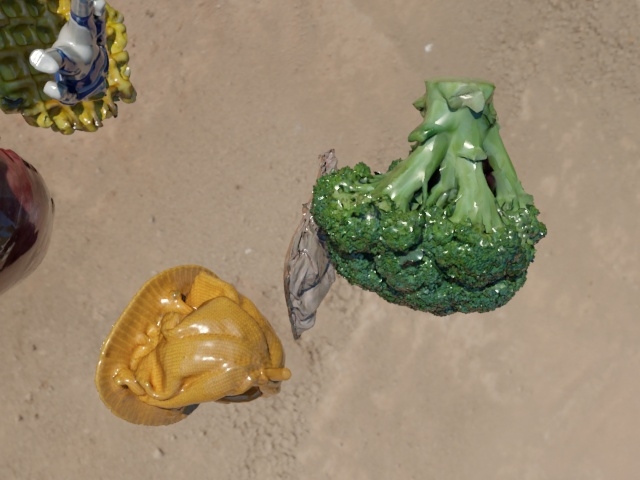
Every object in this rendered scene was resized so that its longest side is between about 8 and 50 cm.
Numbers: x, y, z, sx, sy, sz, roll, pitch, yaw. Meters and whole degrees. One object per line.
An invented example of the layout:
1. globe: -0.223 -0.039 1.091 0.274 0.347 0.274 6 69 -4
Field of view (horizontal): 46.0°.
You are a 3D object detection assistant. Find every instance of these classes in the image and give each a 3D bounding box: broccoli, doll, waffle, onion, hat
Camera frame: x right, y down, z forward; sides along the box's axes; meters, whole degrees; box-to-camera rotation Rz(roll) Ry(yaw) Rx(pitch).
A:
1. broccoli: 0.125 -0.045 0.826 0.270 0.270 0.270 -4 114 -35
2. doll: -0.244 -0.186 0.770 0.057 0.227 0.114 22 83 -12
3. waffle: -0.414 -0.302 1.116 0.329 0.062 0.329 20 63 -47
4. onion: -0.492 0.017 0.899 0.348 0.348 0.285 1 71 -35
5. hat: -0.133 0.161 1.018 0.244 0.233 0.233 -5 98 -49

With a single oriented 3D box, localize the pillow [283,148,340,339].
1. pillow: 0.000 0.000 0.992 0.135 0.049 0.248 79 19 -45
